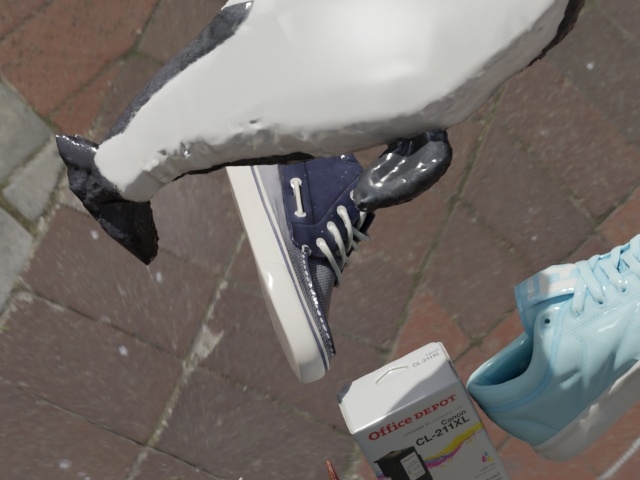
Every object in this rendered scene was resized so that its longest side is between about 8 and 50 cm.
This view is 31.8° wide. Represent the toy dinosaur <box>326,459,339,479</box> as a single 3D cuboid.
[{"bbox_3d":[0.030,0.210,0.848,0.047,0.082,0.090,32,111,37],"label":"toy dinosaur"}]

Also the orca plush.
[{"bbox_3d":[0.009,-0.074,0.579,0.287,0.102,0.151,-38,77,24],"label":"orca plush"}]

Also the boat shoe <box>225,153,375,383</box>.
[{"bbox_3d":[0.000,0.000,1.271,0.158,0.127,0.340,-16,50,-5],"label":"boat shoe"}]

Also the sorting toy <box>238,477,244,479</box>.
[{"bbox_3d":[-0.095,0.354,1.443,0.062,0.012,0.083,-47,114,-42],"label":"sorting toy"}]

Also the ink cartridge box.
[{"bbox_3d":[0.112,0.213,1.200,0.127,0.072,0.175,-27,122,3],"label":"ink cartridge box"}]

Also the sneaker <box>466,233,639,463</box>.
[{"bbox_3d":[0.274,0.067,1.099,0.150,0.135,0.366,29,116,-8],"label":"sneaker"}]
